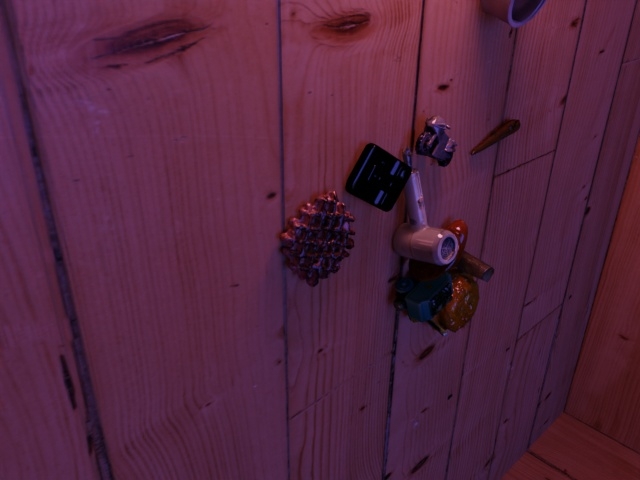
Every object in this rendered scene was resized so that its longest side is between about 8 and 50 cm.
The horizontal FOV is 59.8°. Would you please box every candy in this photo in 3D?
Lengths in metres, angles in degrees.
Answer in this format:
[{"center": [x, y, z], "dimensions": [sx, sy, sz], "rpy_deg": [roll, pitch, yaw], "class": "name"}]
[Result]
[{"center": [0.342, 0.252, 1.775], "dimensions": [0.073, 0.262, 0.077], "rpy_deg": [-17, 105, -8], "class": "candy"}]

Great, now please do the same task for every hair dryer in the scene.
[{"center": [0.280, -0.102, 1.598], "dimensions": [0.107, 0.173, 0.357], "rpy_deg": [-30, 116, -32], "class": "hair dryer"}]

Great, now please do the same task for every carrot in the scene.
[{"center": [0.588, -0.345, 1.871], "dimensions": [0.254, 0.049, 0.049], "rpy_deg": [-34, 131, -25], "class": "carrot"}]

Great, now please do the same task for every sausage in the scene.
[{"center": [0.440, 0.016, 1.863], "dimensions": [0.089, 0.089, 0.179], "rpy_deg": [-3, 112, -46], "class": "sausage"}]

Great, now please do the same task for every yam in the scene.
[{"center": [0.512, 0.082, 1.917], "dimensions": [0.068, 0.169, 0.068], "rpy_deg": [-23, 132, -29], "class": "yam"}]

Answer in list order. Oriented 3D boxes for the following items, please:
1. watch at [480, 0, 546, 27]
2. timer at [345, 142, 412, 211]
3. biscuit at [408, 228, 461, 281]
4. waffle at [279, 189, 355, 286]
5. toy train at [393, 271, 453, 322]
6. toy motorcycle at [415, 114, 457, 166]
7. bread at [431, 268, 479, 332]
[{"center": [0.531, -0.731, 1.540], "dimensions": [0.244, 0.196, 0.231], "rpy_deg": [-15, 141, -41], "class": "watch"}, {"center": [0.159, -0.163, 1.482], "dimensions": [0.187, 0.055, 0.144], "rpy_deg": [21, 102, -45], "class": "timer"}, {"center": [0.346, 0.042, 1.706], "dimensions": [0.027, 0.188, 0.188], "rpy_deg": [38, 80, -29], "class": "biscuit"}, {"center": [0.000, 0.000, 1.415], "dimensions": [0.221, 0.055, 0.234], "rpy_deg": [-45, 131, -18], "class": "waffle"}, {"center": [0.330, 0.163, 1.772], "dimensions": [0.198, 0.154, 0.107], "rpy_deg": [-37, 130, -26], "class": "toy train"}, {"center": [0.338, -0.288, 1.609], "dimensions": [0.215, 0.080, 0.122], "rpy_deg": [10, 104, -54], "class": "toy motorcycle"}, {"center": [0.469, 0.211, 1.967], "dimensions": [0.236, 0.120, 0.198], "rpy_deg": [-40, 132, -27], "class": "bread"}]
